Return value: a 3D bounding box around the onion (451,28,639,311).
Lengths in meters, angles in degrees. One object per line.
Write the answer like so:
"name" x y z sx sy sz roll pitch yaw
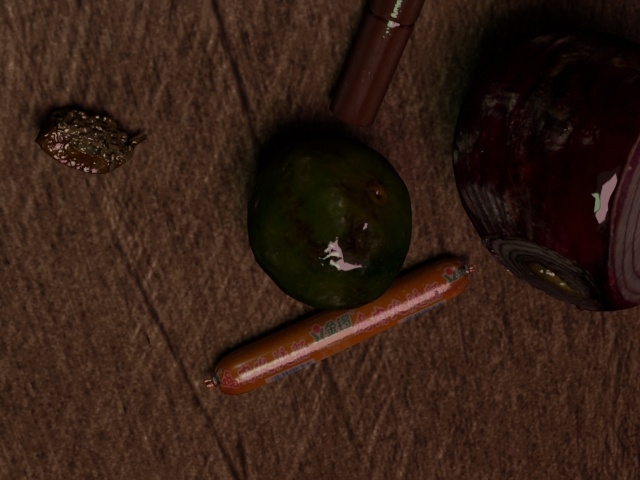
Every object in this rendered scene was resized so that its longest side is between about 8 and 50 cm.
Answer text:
"onion" 0.274 -0.080 2.073 0.336 0.260 0.282 30 81 -61

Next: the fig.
"fig" 0.000 0.000 2.095 0.195 0.195 0.245 5 144 -22

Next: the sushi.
"sushi" -0.243 -0.107 2.013 0.120 0.052 0.055 21 132 -28

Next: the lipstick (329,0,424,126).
"lipstick" 0.092 -0.280 1.989 0.057 0.057 0.357 8 123 -24

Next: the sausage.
"sausage" 0.023 0.103 2.260 0.347 0.053 0.053 -24 130 0
